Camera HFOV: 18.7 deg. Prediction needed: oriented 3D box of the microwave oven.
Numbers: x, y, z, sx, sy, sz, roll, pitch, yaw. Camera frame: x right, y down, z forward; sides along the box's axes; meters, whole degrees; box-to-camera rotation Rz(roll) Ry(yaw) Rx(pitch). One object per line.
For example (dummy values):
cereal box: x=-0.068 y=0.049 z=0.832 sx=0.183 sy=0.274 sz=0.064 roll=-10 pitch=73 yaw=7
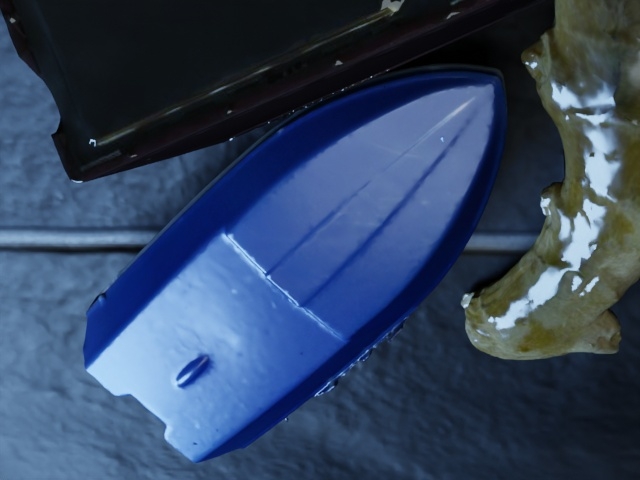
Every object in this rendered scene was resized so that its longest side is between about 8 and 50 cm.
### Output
microwave oven: x=-0.015 y=-0.155 z=0.906 sx=0.247 sy=0.188 sz=0.178 roll=-21 pitch=94 yaw=26

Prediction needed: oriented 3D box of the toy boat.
toy boat: x=0.000 y=0.000 z=1.059 sx=0.129 sy=0.088 sz=0.295 roll=42 pitch=124 yaw=-9

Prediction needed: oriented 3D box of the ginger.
ginger: x=0.142 y=-0.041 z=1.013 sx=0.131 sy=0.086 sz=0.294 roll=23 pitch=127 yaw=-3
